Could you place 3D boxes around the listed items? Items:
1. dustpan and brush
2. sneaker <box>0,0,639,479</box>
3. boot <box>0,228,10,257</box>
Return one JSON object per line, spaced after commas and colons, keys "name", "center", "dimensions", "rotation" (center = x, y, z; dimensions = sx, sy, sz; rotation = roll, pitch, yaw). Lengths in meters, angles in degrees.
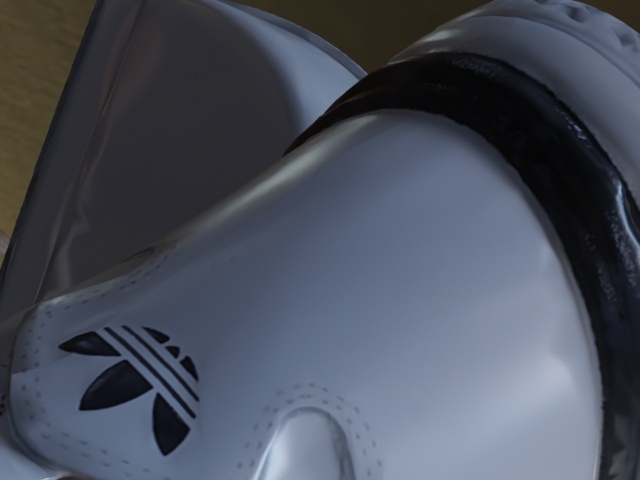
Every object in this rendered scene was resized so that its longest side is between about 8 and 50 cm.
{"name": "dustpan and brush", "center": [0.000, 0.000, 0.593], "dimensions": [0.211, 0.060, 0.147], "rotation": [9, -104, 43]}
{"name": "sneaker", "center": [-0.028, 0.128, 0.437], "dimensions": [0.137, 0.210, 0.366], "rotation": [44, -37, 35]}
{"name": "boot", "center": [-0.110, 0.083, 0.651], "dimensions": [0.197, 0.152, 0.073], "rotation": [35, -45, -5]}
